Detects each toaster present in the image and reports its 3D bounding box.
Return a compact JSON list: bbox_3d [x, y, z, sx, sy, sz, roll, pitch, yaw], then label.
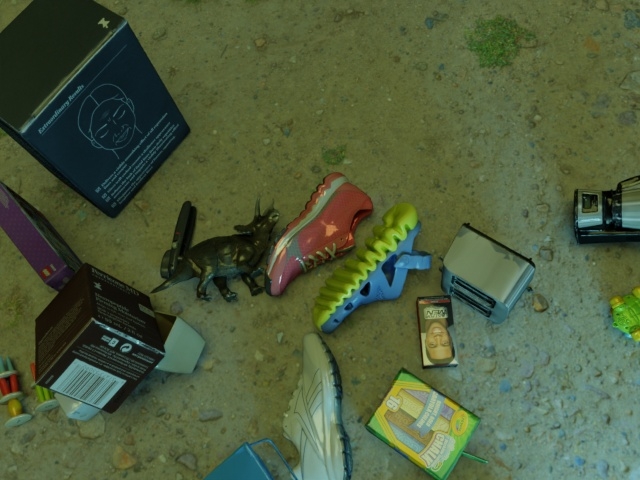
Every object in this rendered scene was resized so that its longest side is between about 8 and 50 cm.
[{"bbox_3d":[0.328,0.071,1.188,0.185,0.168,0.110,32,78,18],"label":"toaster"}]

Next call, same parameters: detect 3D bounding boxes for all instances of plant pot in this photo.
[{"bbox_3d":[-0.302,0.216,1.229,0.109,0.096,0.109,1,64,48],"label":"plant pot"}]

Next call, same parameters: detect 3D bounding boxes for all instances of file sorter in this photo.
[{"bbox_3d":[-0.140,0.462,1.097,0.170,0.104,0.118,-43,68,10],"label":"file sorter"}]

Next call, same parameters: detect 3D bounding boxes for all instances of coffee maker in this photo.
[{"bbox_3d":[0.609,-0.040,1.218,0.178,0.171,0.120,-1,45,28],"label":"coffee maker"}]

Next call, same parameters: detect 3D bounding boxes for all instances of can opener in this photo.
[{"bbox_3d":[-0.312,-0.004,1.347,0.073,0.059,0.186,6,70,9],"label":"can opener"}]

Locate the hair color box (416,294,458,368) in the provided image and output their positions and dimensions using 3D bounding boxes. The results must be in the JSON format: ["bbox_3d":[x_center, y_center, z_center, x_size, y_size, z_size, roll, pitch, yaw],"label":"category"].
[{"bbox_3d":[0.235,0.185,1.219,0.071,0.043,0.141,-5,69,4],"label":"hair color box"}]

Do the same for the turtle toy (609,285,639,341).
[{"bbox_3d":[0.627,0.141,1.178,0.130,0.066,0.095,-23,68,-3],"label":"turtle toy"}]

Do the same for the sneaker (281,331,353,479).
[{"bbox_3d":[-0.017,0.324,1.164,0.129,0.111,0.298,-10,67,9],"label":"sneaker"}]

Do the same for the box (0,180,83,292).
[{"bbox_3d":[-0.600,0.009,1.299,0.057,0.201,0.293,-42,70,-11],"label":"box"}]

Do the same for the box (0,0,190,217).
[{"bbox_3d":[-0.503,-0.282,1.296,0.211,0.395,0.294,33,76,17],"label":"box"}]

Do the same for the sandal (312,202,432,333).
[{"bbox_3d":[0.116,0.078,1.239,0.317,0.126,0.138,-46,109,0],"label":"sandal"}]

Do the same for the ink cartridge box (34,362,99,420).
[{"bbox_3d":[-0.507,0.294,1.232,0.056,0.099,0.135,-39,71,-10],"label":"ink cartridge box"}]

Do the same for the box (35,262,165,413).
[{"bbox_3d":[-0.431,0.187,1.168,0.167,0.168,0.203,-48,37,7],"label":"box"}]

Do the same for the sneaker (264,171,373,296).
[{"bbox_3d":[0.000,-0.001,1.280,0.136,0.116,0.314,32,75,15],"label":"sneaker"}]

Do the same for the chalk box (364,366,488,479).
[{"bbox_3d":[0.205,0.356,1.109,0.213,0.132,0.132,33,75,18],"label":"chalk box"}]

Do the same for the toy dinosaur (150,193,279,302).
[{"bbox_3d":[-0.211,0.045,1.296,0.313,0.121,0.160,-25,59,-4],"label":"toy dinosaur"}]

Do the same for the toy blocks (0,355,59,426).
[{"bbox_3d":[-0.623,0.297,1.269,0.123,0.054,0.148,-27,68,-3],"label":"toy blocks"}]
